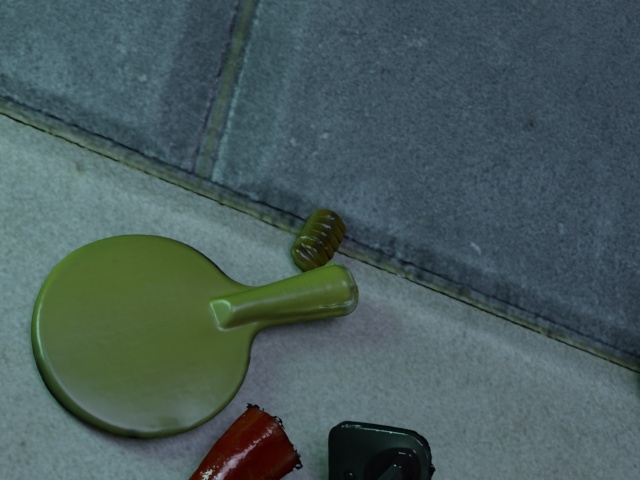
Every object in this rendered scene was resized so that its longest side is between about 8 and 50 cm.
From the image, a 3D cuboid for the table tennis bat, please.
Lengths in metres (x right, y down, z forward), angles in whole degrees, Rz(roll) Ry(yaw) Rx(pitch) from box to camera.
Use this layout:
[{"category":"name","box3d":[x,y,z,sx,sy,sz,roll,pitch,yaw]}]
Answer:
[{"category":"table tennis bat","box3d":[-0.126,0.084,1.693,0.368,0.054,0.224,-14,71,-27]}]

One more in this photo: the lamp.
[{"category":"lamp","box3d":[-0.006,0.315,1.584,0.283,0.124,0.203,-25,120,-44]}]

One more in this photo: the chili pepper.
[{"category":"chili pepper","box3d":[-0.101,0.251,1.617,0.169,0.065,0.088,-41,114,-29]}]

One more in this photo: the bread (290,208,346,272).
[{"category":"bread","box3d":[0.000,0.000,1.807,0.049,0.033,0.088,40,54,-11]}]
